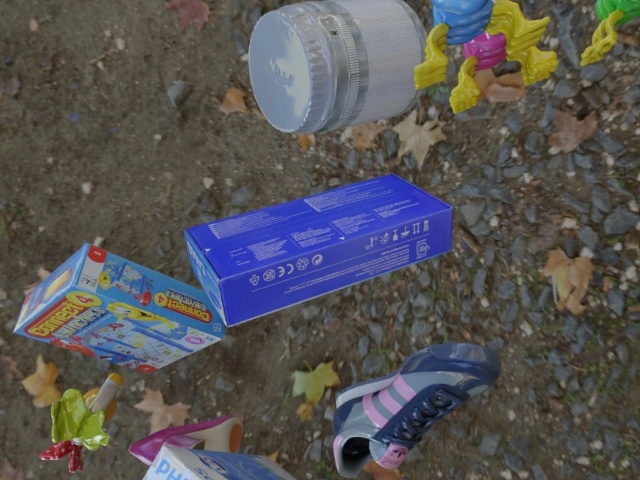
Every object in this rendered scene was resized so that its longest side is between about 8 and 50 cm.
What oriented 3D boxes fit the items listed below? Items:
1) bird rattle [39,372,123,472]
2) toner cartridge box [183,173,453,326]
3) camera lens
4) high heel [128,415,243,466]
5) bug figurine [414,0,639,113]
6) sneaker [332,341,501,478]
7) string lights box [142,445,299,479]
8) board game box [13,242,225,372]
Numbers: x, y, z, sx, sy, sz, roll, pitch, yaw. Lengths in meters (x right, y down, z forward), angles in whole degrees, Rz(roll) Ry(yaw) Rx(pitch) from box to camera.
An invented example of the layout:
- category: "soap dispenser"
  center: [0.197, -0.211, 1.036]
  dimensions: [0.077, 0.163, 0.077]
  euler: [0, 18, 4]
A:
- category: "bird rattle"
  center: [-0.511, 0.406, 1.315]
  dimensions: [0.143, 0.206, 0.253]
  euler: [29, 140, -1]
- category: "toner cartridge box"
  center: [0.000, 0.000, 0.836]
  dimensions: [0.348, 0.165, 0.075]
  euler: [-17, 119, -21]
- category: "camera lens"
  center: [0.039, -0.312, 1.040]
  dimensions: [0.274, 0.219, 0.219]
  euler: [-19, 92, -32]
- category: "high heel"
  center: [-0.228, 0.359, 1.047]
  dimensions: [0.117, 0.244, 0.082]
  euler: [2, 88, 17]
- category: "bug figurine"
  center: [0.185, -0.179, 0.413]
  dimensions: [0.279, 0.216, 0.072]
  euler: [-20, 84, 4]
- category: "sneaker"
  center: [0.129, 0.249, 0.822]
  dimensions: [0.112, 0.131, 0.319]
  euler: [27, 137, -19]
- category: "string lights box"
  center: [-0.083, 0.307, 0.666]
  dimensions: [0.133, 0.259, 0.076]
  euler: [26, 79, 27]
- category: "board game box"
  center: [-0.397, 0.152, 1.167]
  dimensions: [0.308, 0.302, 0.086]
  euler: [-29, 45, 40]
